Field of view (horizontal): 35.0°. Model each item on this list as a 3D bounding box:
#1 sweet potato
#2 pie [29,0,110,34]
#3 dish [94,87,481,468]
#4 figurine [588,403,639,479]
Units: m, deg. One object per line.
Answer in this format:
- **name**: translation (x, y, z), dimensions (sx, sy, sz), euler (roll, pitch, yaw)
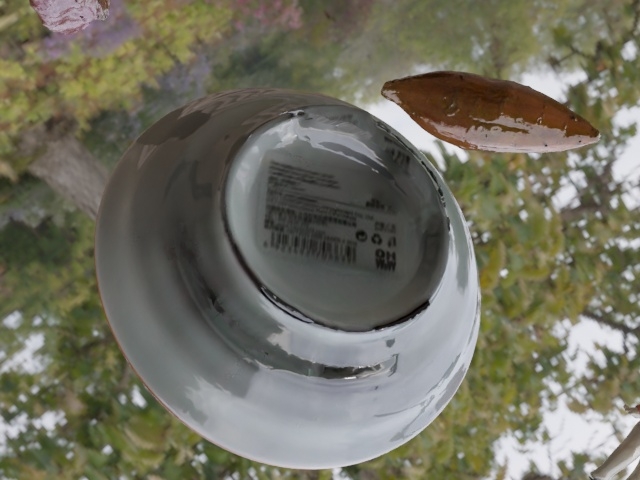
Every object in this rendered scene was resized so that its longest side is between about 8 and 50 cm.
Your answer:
- **sweet potato**: translation (0.072, -0.053, 0.435), dimensions (0.095, 0.034, 0.034), euler (17, -143, 11)
- **pie**: translation (-0.200, -0.274, 0.801), dimensions (0.054, 0.219, 0.204), euler (-3, -175, -1)
- **dish**: translation (0.000, 0.000, 0.616), dimensions (0.260, 0.260, 0.085), euler (-47, 179, -33)
- **figurine**: translation (0.193, 0.100, 0.542), dimensions (0.109, 0.064, 0.047), euler (-48, -165, 13)
